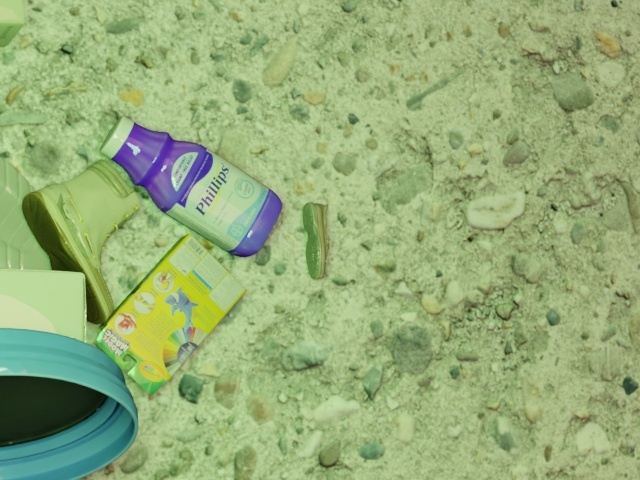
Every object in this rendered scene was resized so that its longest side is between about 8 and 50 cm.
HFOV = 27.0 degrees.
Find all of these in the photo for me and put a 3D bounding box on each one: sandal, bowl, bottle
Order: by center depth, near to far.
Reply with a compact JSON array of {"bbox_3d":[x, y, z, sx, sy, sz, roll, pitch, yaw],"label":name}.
[{"bbox_3d":[-0.435,0.228,1.720,0.391,0.391,0.077,4,56,-24],"label":"bowl"},{"bbox_3d":[-0.544,-0.073,1.867,0.416,0.102,0.169,37,48,-32],"label":"sandal"},{"bbox_3d":[-0.198,-0.088,2.030,0.283,0.092,0.118,33,70,-16],"label":"bottle"}]

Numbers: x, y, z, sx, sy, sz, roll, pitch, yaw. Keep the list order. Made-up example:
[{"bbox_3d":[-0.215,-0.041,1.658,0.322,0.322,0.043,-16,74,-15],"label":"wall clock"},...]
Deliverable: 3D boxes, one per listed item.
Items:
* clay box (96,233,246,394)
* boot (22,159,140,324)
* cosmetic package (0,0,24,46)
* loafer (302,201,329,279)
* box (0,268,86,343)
[{"bbox_3d":[-0.230,0.112,2.004,0.127,0.053,0.222,46,68,-11],"label":"clay box"},{"bbox_3d":[-0.323,0.000,1.950,0.165,0.077,0.213,-35,101,-47],"label":"boot"},{"bbox_3d":[-0.580,-0.344,1.871,0.296,0.153,0.129,-5,85,-24],"label":"cosmetic package"},{"bbox_3d":[0.000,0.000,2.134,0.039,0.045,0.125,0,78,-31],"label":"loafer"},{"bbox_3d":[-0.417,0.118,1.817,0.149,0.232,0.126,3,78,-24],"label":"box"}]
